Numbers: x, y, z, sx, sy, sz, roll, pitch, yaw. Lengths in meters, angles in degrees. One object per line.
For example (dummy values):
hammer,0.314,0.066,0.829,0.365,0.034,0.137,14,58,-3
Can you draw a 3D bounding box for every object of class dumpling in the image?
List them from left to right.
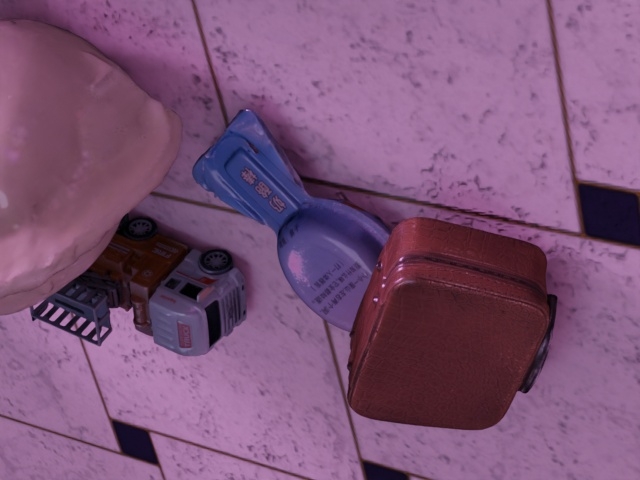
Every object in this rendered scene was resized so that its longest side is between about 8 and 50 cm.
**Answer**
dumpling,-0.309,-0.044,1.567,0.395,0.315,0.233,12,139,45

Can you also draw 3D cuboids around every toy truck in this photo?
toy truck,-0.164,0.047,1.689,0.177,0.115,0.080,21,137,23

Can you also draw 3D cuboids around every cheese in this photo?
cheese,0.000,0.000,1.555,0.244,0.052,0.135,45,139,-1

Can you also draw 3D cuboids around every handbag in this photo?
handbag,0.104,0.073,1.482,0.151,0.072,0.193,11,138,-8
